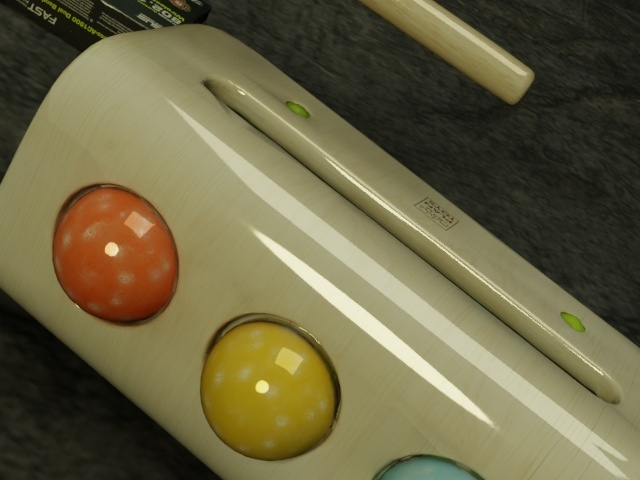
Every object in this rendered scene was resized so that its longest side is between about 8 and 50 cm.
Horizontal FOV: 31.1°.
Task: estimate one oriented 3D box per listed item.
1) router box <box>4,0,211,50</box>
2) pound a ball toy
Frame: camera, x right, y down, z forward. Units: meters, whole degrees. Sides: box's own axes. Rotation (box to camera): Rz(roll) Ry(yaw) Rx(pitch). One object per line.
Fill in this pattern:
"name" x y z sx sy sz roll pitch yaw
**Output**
"router box" -0.140 -0.156 0.735 0.122 0.038 0.092 31 28 -4
"pound a ball toy" 0.000 0.000 0.451 0.319 0.208 0.136 39 28 9
